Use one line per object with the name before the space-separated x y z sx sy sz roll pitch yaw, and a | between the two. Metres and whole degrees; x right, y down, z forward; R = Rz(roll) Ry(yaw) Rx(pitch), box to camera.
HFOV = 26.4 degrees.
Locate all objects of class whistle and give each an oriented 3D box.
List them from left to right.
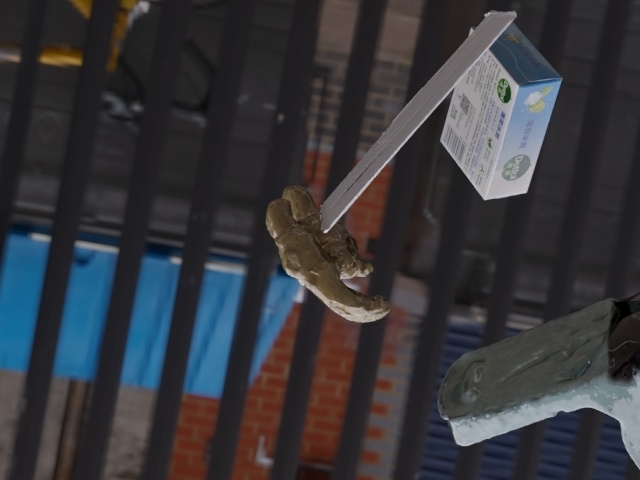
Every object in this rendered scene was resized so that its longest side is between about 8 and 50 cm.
whistle | 0.324 0.128 1.380 0.405 0.188 0.168 6 -150 10

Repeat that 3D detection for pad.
pad | 0.075 -0.102 1.128 0.004 0.232 0.156 40 -173 -8

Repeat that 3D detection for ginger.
ginger | -0.010 -0.006 1.632 0.149 0.065 0.258 32 -161 -35

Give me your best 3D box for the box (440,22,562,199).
box | 0.240 -0.174 1.833 0.073 0.194 0.139 -10 -135 -23
